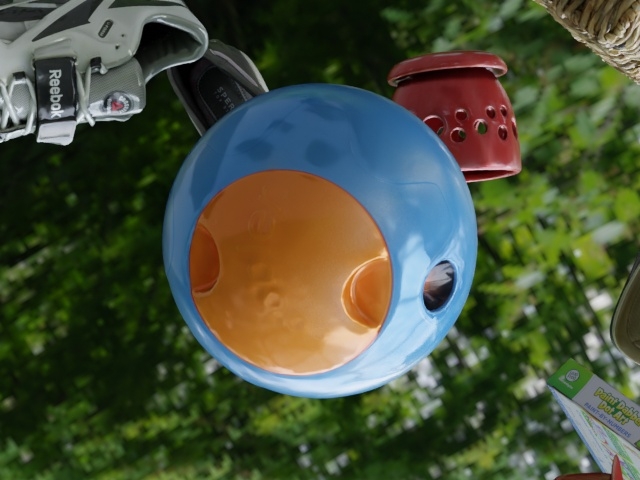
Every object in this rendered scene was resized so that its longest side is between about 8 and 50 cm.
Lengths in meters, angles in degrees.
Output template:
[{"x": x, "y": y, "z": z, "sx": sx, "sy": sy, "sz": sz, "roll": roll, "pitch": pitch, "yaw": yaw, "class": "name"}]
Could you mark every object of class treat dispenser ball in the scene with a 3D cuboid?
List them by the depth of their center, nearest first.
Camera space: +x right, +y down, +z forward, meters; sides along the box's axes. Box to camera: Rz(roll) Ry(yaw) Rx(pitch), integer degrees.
[{"x": 0.000, "y": 0.000, "z": 1.375, "sx": 0.288, "sy": 0.288, "sz": 0.288, "roll": -28, "pitch": -167, "yaw": 7, "class": "treat dispenser ball"}]

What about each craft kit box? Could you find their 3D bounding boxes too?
[{"x": 0.434, "y": 0.296, "z": 1.984, "sx": 0.061, "sy": 0.250, "sz": 0.246, "roll": -41, "pitch": -140, "yaw": -6, "class": "craft kit box"}]

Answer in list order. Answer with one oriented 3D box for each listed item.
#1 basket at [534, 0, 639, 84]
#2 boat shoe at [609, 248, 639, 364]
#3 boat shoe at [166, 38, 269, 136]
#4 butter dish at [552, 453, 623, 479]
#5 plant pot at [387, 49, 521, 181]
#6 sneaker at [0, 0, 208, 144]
[{"x": 0.354, "y": -0.347, "z": 1.607, "sx": 0.299, "sy": 0.213, "sz": 0.223, "roll": -52, "pitch": 154, "yaw": 11, "class": "basket"}, {"x": 0.283, "y": 0.000, "z": 1.112, "sx": 0.224, "sy": 0.080, "sz": 0.073, "roll": -55, "pitch": -171, "yaw": -11, "class": "boat shoe"}, {"x": -0.058, "y": -0.080, "z": 1.591, "sx": 0.112, "sy": 0.335, "sz": 0.095, "roll": -43, "pitch": 159, "yaw": 18, "class": "boat shoe"}, {"x": 0.272, "y": 0.321, "z": 1.651, "sx": 0.118, "sy": 0.160, "sz": 0.160, "roll": 6, "pitch": -172, "yaw": 13, "class": "butter dish"}, {"x": 0.179, "y": -0.171, "z": 2.103, "sx": 0.191, "sy": 0.174, "sz": 0.191, "roll": -6, "pitch": 178, "yaw": 0, "class": "plant pot"}, {"x": -0.238, "y": -0.152, "z": 1.356, "sx": 0.146, "sy": 0.122, "sz": 0.330, "roll": 34, "pitch": -128, "yaw": 26, "class": "sneaker"}]
